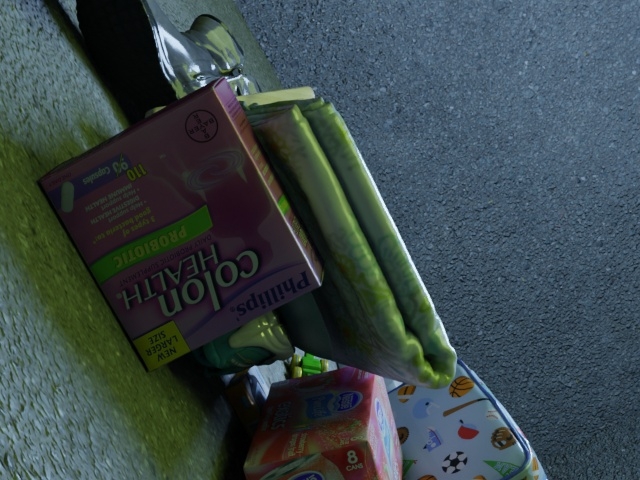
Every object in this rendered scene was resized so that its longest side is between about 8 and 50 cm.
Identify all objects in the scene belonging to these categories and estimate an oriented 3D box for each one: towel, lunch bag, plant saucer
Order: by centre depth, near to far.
[{"bbox_3d":[0.000,0.000,1.661,0.374,0.090,0.320,63,-16,-13],"label":"towel"},{"bbox_3d":[-0.047,0.066,1.661,0.195,0.037,0.195,59,-13,22],"label":"plant saucer"},{"bbox_3d":[0.153,0.303,1.849,0.115,0.243,0.303,57,-2,-31],"label":"lunch bag"}]

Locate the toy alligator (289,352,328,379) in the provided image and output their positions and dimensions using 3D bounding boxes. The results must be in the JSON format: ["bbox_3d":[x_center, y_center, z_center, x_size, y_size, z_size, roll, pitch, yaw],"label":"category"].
[{"bbox_3d":[-0.018,0.224,2.107,0.189,0.056,0.051,-99,-159,-65],"label":"toy alligator"}]

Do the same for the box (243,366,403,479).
[{"bbox_3d":[0.012,0.267,1.667,0.300,0.154,0.142,-68,145,-76],"label":"box"}]

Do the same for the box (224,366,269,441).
[{"bbox_3d":[-0.085,0.210,1.797,0.081,0.028,0.136,62,10,-5],"label":"box"}]

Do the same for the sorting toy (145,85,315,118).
[{"bbox_3d":[-0.112,-0.060,1.844,0.089,0.257,0.255,-10,-87,53],"label":"sorting toy"}]

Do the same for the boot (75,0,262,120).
[{"bbox_3d":[-0.215,-0.283,1.992,0.338,0.118,0.223,67,32,-24],"label":"boot"}]

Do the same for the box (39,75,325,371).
[{"bbox_3d":[-0.145,-0.019,1.498,0.243,0.213,0.117,62,8,-11],"label":"box"}]

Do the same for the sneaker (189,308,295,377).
[{"bbox_3d":[-0.110,0.116,1.674,0.275,0.110,0.107,140,-73,-79],"label":"sneaker"}]

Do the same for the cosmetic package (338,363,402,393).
[{"bbox_3d":[0.104,0.266,2.548,0.127,0.107,0.238,57,13,-36],"label":"cosmetic package"}]
